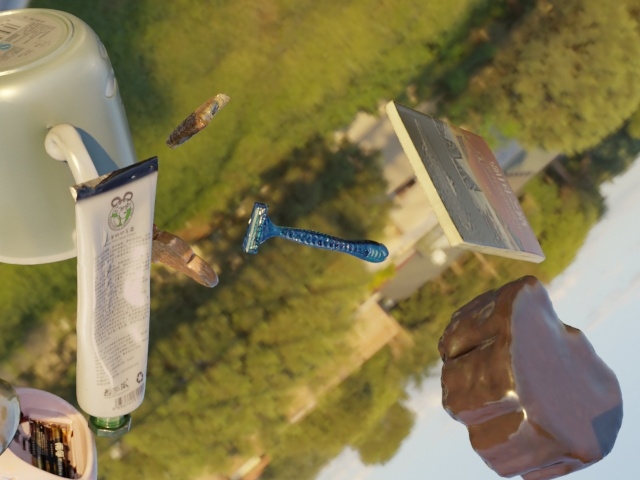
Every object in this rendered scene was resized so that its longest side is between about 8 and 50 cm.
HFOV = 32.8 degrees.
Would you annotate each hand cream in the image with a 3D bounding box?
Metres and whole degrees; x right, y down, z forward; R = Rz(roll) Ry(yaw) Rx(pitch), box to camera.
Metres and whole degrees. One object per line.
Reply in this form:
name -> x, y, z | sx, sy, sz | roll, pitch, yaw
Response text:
hand cream -> -0.234, 0.073, 1.231 | 0.121, 0.076, 0.336 | -29, 134, -50

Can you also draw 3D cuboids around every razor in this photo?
razor -> -0.007, -0.003, 2.045 | 0.324, 0.056, 0.093 | 11, 96, -35

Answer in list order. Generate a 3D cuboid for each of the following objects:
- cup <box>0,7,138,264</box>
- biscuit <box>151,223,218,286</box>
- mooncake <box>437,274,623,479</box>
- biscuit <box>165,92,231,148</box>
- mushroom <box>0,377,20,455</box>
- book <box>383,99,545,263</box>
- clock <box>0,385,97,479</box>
cup -> -0.365, -0.128, 1.436 | 0.259, 0.357, 0.274 | -26, 131, -22
biscuit -> -0.342, -0.014, 2.036 | 0.049, 0.324, 0.205 | -61, 146, -16
mooncake -> 0.388, 0.276, 2.074 | 0.212, 0.381, 0.350 | -31, 179, 34
biscuit -> -0.252, -0.253, 2.255 | 0.176, 0.031, 0.228 | -43, -168, -14
mushroom -> -0.512, 0.231, 1.438 | 0.226, 0.178, 0.226 | -4, 169, -1
book -> 0.251, -0.090, 1.825 | 0.028, 0.262, 0.374 | -34, 159, 25
clock -> -0.596, 0.408, 1.942 | 0.250, 0.377, 0.368 | -61, -151, 26
